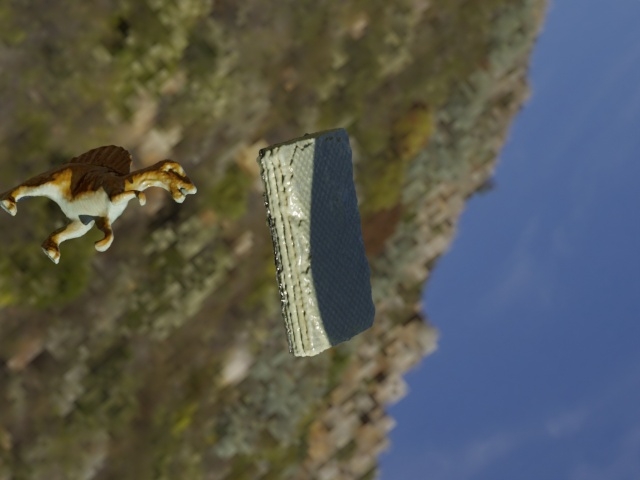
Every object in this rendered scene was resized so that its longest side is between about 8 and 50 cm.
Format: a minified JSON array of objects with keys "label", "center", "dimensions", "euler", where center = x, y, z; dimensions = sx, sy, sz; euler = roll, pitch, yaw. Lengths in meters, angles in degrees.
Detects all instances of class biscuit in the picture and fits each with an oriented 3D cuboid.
[{"label":"biscuit","center":[0.000,0.000,1.766],"dimensions":[0.040,0.199,0.121],"euler":[-4,-171,32]}]

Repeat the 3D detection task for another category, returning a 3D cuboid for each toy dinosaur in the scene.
[{"label":"toy dinosaur","center":[-0.230,-0.057,1.772],"dimensions":[0.142,0.057,0.212],"euler":[-43,-130,-16]}]
